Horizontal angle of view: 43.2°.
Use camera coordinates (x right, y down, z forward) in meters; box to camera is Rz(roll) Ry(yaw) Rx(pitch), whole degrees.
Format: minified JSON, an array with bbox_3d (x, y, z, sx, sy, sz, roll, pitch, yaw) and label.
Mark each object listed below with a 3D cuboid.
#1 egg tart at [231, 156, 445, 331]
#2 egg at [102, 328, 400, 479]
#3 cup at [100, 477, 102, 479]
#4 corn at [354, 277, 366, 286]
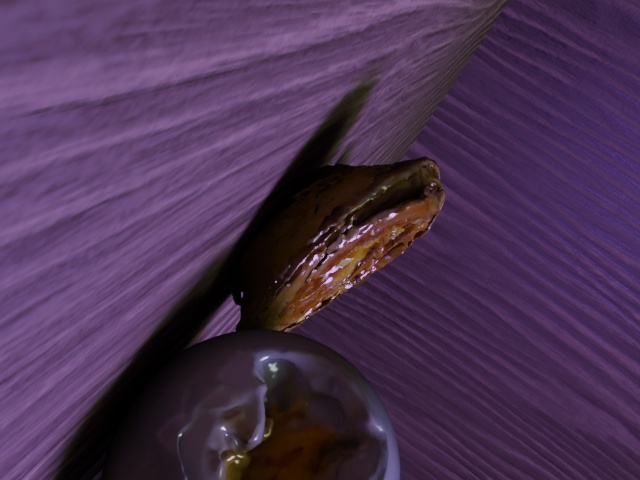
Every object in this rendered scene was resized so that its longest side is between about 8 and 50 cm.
[{"bbox_3d":[0.000,0.000,0.878,0.297,0.132,0.297,-40,169,-9],"label":"egg tart"},{"bbox_3d":[-0.071,0.239,0.792,0.278,0.278,0.336,-53,177,-28],"label":"egg"},{"bbox_3d":[-0.182,0.331,1.086,0.347,0.163,0.347,-54,175,-6],"label":"cup"},{"bbox_3d":[0.032,0.006,1.197,0.131,0.131,0.344,-54,176,-13],"label":"corn"}]
